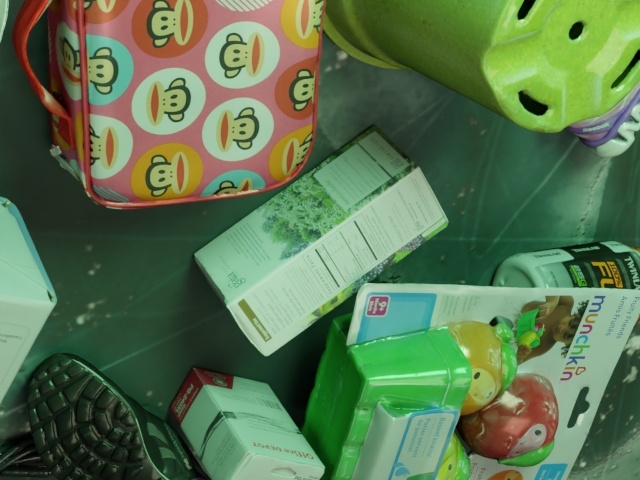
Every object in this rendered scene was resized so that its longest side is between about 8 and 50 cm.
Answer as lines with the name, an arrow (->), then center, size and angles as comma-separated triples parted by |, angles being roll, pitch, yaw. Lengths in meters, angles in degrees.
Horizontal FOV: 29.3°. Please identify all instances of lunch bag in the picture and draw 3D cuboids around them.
lunch bag -> -0.129, -0.168, 1.033 | 0.258, 0.120, 0.293 | -10, 126, -25

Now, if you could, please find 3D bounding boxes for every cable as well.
cable -> -0.306, 0.274, 1.288 | 0.184, 0.047, 0.150 | 30, 103, -41

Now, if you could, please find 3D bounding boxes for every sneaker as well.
sneaker -> 0.322, -0.203, 1.308 | 0.105, 0.095, 0.236 | 14, 114, -29
sneaker -> -0.203, 0.222, 1.289 | 0.107, 0.124, 0.283 | -32, 109, 8

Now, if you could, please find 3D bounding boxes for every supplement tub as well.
supplement tub -> 0.311, 0.063, 1.467 | 0.190, 0.117, 0.117 | -8, 125, -27

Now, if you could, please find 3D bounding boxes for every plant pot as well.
plant pot -> 0.158, -0.229, 1.075 | 0.276, 0.254, 0.276 | -16, 128, -22

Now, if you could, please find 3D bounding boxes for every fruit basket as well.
fruit basket -> 0.167, 0.192, 1.349 | 0.353, 0.165, 0.327 | 5, 121, -19

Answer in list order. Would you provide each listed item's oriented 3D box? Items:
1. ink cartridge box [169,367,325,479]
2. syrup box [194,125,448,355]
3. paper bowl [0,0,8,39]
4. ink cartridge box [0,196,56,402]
ink cartridge box -> -0.079, 0.211, 1.310 | 0.109, 0.150, 0.063 | 20, 110, -39
syrup box -> 0.000, 0.000, 1.249 | 0.237, 0.093, 0.096 | -37, 133, -4
paper bowl -> -0.364, -0.177, 0.867 | 0.284, 0.148, 0.284 | -15, 128, -20
ink cartridge box -> -0.435, 0.135, 1.026 | 0.270, 0.151, 0.395 | 13, 119, -37
